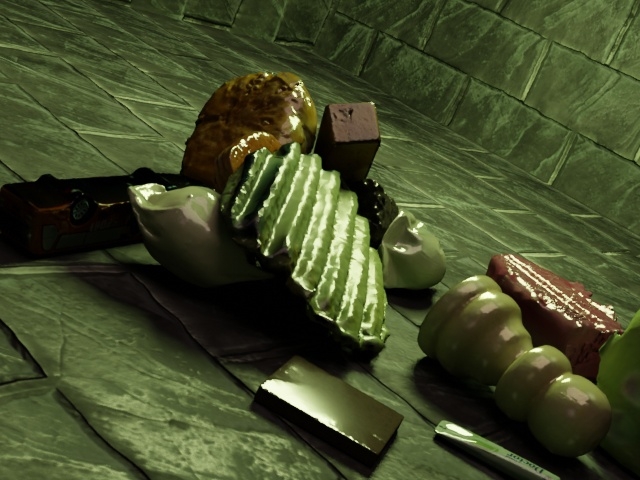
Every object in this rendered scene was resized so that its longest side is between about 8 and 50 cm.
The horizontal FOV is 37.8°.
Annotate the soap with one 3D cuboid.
[{"bbox_3d":[0.415,0.135,1.732,0.220,0.127,0.325,12,21,-34],"label":"soap"}]

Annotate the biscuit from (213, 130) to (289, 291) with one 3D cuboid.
[{"bbox_3d":[-0.066,-0.060,1.552,0.277,0.052,0.262,60,30,-17],"label":"biscuit"}]

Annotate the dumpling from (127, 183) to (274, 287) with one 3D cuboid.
[{"bbox_3d":[-0.180,-0.008,1.389,0.250,0.132,0.162,33,9,-10],"label":"dumpling"}]

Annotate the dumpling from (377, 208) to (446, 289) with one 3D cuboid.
[{"bbox_3d":[0.169,0.017,1.740,0.124,0.151,0.229,-7,-4,31],"label":"dumpling"}]

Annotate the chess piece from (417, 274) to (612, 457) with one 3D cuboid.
[{"bbox_3d":[0.302,0.202,1.405,0.167,0.167,0.299,1,35,-49],"label":"chess piece"}]

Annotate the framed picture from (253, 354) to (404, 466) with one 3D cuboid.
[{"bbox_3d":[0.014,0.213,1.190,0.168,0.023,0.128,28,19,13],"label":"framed picture"}]

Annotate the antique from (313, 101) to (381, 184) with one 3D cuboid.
[{"bbox_3d":[0.039,-0.150,1.806,0.093,0.310,0.087,-5,68,-10],"label":"antique"}]

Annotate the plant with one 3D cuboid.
[{"bbox_3d":[0.064,-0.045,1.770,0.131,0.142,0.203,-4,-19,29],"label":"plant"}]

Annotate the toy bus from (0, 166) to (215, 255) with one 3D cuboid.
[{"bbox_3d":[-0.312,-0.051,1.423,0.093,0.092,0.409,29,19,24],"label":"toy bus"}]

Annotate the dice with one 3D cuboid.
[{"bbox_3d":[0.574,0.237,1.446,0.254,0.252,0.249,33,20,31],"label":"dice"}]

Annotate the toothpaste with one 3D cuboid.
[{"bbox_3d":[0.243,0.292,1.242,0.197,0.029,0.048,26,18,17],"label":"toothpaste"}]

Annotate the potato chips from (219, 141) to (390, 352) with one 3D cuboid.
[{"bbox_3d":[0.000,0.000,1.471,0.358,0.070,0.429,49,23,-17],"label":"potato chips"}]

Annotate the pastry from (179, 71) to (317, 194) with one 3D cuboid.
[{"bbox_3d":[-0.129,-0.170,1.736,0.255,0.311,0.162,0,-38,28],"label":"pastry"}]
